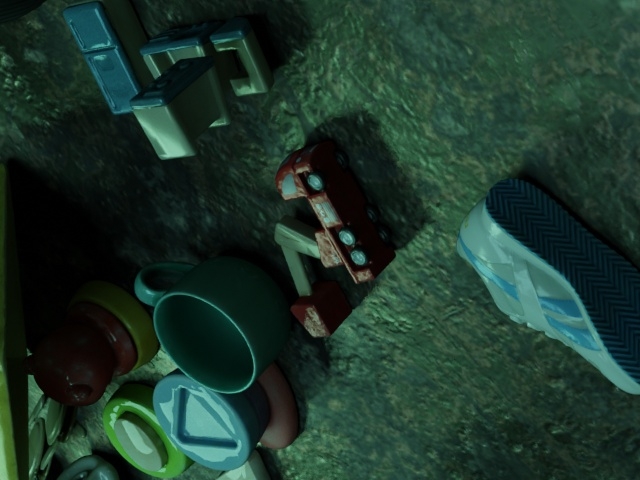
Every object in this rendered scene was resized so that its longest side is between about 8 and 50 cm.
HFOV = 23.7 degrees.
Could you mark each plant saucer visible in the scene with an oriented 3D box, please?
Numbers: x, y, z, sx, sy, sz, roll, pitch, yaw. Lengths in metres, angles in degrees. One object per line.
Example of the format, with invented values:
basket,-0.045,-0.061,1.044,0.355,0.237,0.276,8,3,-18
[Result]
plant saucer,-0.377,0.137,1.708,0.081,0.332,0.332,-4,131,-9

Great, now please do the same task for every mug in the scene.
mug,-0.103,0.070,1.599,0.129,0.097,0.157,-22,107,46

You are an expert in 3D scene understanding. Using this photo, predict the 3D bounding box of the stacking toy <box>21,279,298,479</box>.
stacking toy,-0.187,0.218,1.760,0.309,0.130,0.279,18,132,26

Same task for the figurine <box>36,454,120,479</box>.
figurine,-0.313,0.385,2.036,0.215,0.092,0.209,-6,127,39

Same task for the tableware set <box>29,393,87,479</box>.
tableware set,-0.334,0.244,1.925,0.039,0.128,0.194,13,142,-20

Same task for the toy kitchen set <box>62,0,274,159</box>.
toy kitchen set,-0.172,-0.158,1.415,0.207,0.166,0.122,-4,120,39

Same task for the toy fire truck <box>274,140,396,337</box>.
toy fire truck,0.000,0.000,1.501,0.135,0.047,0.192,-14,113,45

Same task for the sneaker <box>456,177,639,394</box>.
sneaker,0.219,0.049,1.354,0.228,0.087,0.092,47,146,6

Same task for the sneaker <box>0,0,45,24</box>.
sneaker,-0.291,-0.346,1.411,0.146,0.122,0.330,50,142,20
